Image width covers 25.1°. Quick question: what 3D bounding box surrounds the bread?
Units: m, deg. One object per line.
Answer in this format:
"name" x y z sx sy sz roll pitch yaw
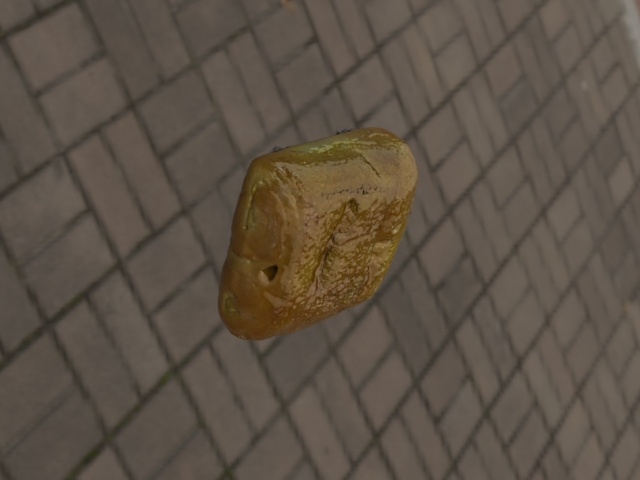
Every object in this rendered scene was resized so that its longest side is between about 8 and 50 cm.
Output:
"bread" 0.006 0.004 2.211 0.337 0.148 0.328 -14 130 -46
